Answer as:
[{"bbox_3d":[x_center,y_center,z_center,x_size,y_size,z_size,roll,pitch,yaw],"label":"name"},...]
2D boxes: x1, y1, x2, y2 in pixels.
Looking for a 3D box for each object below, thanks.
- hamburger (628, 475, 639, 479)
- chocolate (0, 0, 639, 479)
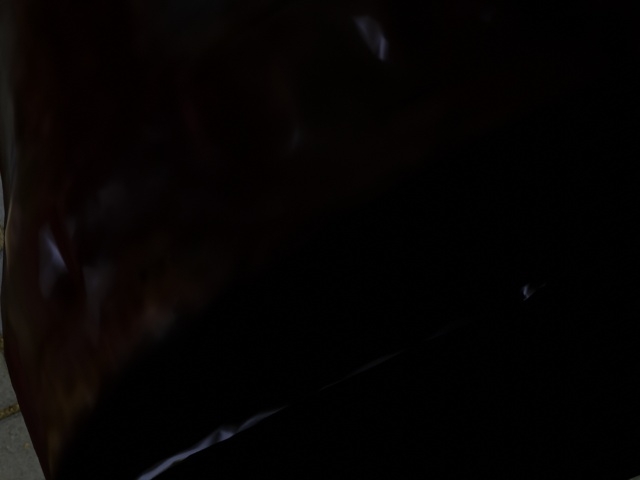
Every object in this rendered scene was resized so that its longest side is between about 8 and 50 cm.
[{"bbox_3d":[0.165,0.164,0.939,0.140,0.062,0.133,61,165,2],"label":"hamburger"},{"bbox_3d":[0.044,-0.080,0.589,0.383,0.384,0.331,116,139,-66],"label":"chocolate"}]
